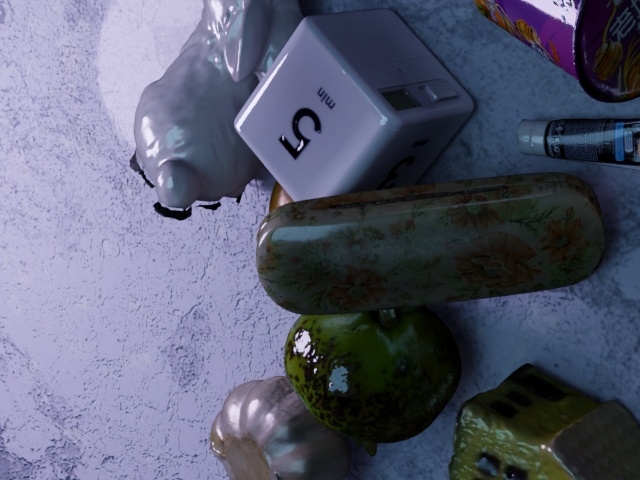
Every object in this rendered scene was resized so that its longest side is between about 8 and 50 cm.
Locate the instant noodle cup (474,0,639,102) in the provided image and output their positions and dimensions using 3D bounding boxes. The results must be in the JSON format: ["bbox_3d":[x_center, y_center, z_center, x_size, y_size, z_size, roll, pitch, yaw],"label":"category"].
[{"bbox_3d":[0.298,-0.302,1.712,0.190,0.251,0.251,35,120,38],"label":"instant noodle cup"}]

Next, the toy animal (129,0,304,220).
[{"bbox_3d":[-0.131,-0.224,2.094,0.258,0.194,0.357,-109,38,-60],"label":"toy animal"}]

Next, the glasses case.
[{"bbox_3d":[0.131,0.005,1.873,0.425,0.098,0.156,-7,128,8],"label":"glasses case"}]

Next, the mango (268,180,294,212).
[{"bbox_3d":[0.000,0.000,2.085,0.145,0.112,0.219,15,125,50],"label":"mango"}]

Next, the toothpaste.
[{"bbox_3d":[0.332,-0.116,1.845,0.193,0.045,0.071,5,112,32],"label":"toothpaste"}]

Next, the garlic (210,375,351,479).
[{"bbox_3d":[-0.047,0.294,2.170,0.228,0.152,0.228,8,102,41],"label":"garlic"}]

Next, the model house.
[{"bbox_3d":[0.290,0.286,1.876,0.234,0.193,0.175,26,115,29],"label":"model house"}]

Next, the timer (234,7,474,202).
[{"bbox_3d":[0.042,-0.161,1.965,0.194,0.192,0.195,51,126,18],"label":"timer"}]

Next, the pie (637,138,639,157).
[{"bbox_3d":[0.393,-0.038,1.725,0.052,0.218,0.185,-18,65,6],"label":"pie"}]

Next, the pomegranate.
[{"bbox_3d":[0.073,0.169,2.042,0.222,0.276,0.204,32,84,17],"label":"pomegranate"}]
